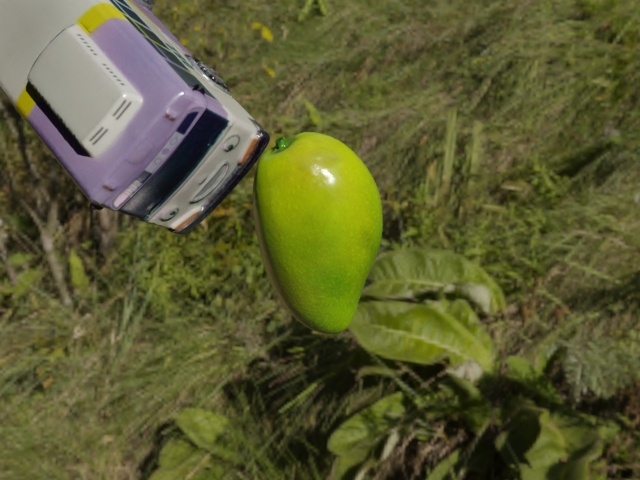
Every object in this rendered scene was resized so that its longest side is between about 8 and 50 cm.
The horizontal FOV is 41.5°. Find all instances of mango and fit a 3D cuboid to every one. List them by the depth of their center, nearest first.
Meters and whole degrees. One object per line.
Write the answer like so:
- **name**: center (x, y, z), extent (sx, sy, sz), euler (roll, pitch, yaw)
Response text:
- **mango**: center (0.000, 0.000, 1.286), extent (0.193, 0.342, 0.156), euler (2, 34, 14)

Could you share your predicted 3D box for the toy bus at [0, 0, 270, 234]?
- **toy bus**: center (-0.301, -0.230, 1.163), extent (0.440, 0.209, 0.249), euler (48, 12, 20)
